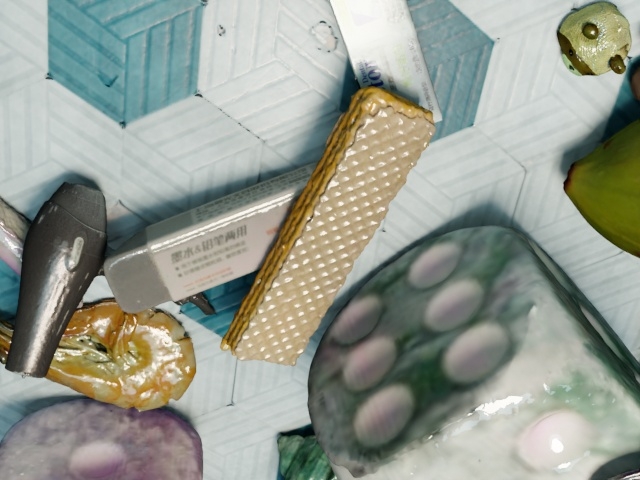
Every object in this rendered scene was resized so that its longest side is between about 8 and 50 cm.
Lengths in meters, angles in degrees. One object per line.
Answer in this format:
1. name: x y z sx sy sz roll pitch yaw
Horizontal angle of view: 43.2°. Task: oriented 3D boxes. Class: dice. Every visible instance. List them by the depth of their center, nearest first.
1. dice: 0.208 0.203 0.990 0.330 0.328 0.348 -41 115 17
2. dice: -0.300 0.396 1.087 0.270 0.270 0.271 5 119 -8

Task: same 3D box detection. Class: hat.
1. hat: 0.314 -0.224 0.913 0.076 0.059 0.077 -25 114 4

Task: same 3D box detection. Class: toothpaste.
1. toothpaste: 0.042 -0.270 0.856 0.081 0.067 0.337 -20 120 6

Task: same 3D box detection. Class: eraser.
1. eraser: -0.082 -0.013 0.962 0.352 0.061 0.089 -20 121 -6

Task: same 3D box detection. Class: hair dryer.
1. hair dryer: -0.238 0.073 0.992 0.271 0.091 0.236 19 82 -32

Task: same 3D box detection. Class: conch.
1. conch: 0.030 0.344 1.166 0.202 0.134 0.196 14 127 -5

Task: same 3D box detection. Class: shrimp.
1. shrimp: -0.308 0.139 1.066 0.294 0.062 0.154 14 105 -16

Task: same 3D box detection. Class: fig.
1. fig: 0.401 -0.069 0.935 0.225 0.203 0.203 10 120 12

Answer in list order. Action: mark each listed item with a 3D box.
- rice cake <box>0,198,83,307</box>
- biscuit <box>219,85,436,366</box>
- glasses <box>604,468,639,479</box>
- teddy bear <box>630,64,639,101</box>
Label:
1. rice cake: -0.387 -0.011 0.974 0.055 0.049 0.270 -24 121 24
2. biscuit: 0.000 0.000 0.925 0.094 0.054 0.379 17 116 -29
3. glasses: 0.296 0.360 0.752 0.234 0.268 0.118 -27 137 8
4. teddy bear: 0.427 -0.215 0.916 0.119 0.078 0.160 28 112 -23
